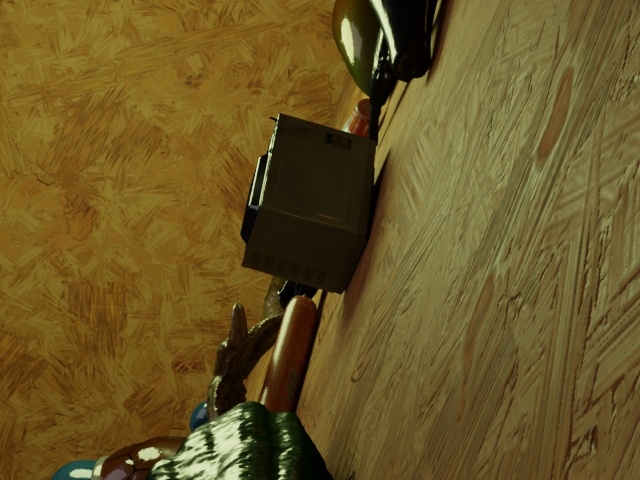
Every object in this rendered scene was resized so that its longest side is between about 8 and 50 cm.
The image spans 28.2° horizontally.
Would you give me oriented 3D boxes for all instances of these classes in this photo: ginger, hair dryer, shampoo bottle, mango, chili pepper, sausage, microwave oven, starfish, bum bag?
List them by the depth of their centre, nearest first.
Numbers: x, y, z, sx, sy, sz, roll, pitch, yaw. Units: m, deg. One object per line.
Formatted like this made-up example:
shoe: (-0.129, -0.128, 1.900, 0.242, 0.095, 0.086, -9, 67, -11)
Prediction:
chili pepper: (-0.082, 0.260, 1.101, 0.385, 0.167, 0.213, -89, 20, -81)
microwave oven: (-0.015, -0.046, 1.693, 0.205, 0.163, 0.129, -80, 7, -49)
hair dryer: (0.100, -0.234, 1.751, 0.359, 0.120, 0.304, 99, 171, -46)
sausage: (-0.056, 0.208, 1.805, 0.053, 0.053, 0.348, 114, 175, -49)
starfish: (-0.118, 0.224, 1.902, 0.375, 0.094, 0.327, 87, -157, -52)
bum bag: (0.000, 0.000, 1.937, 0.233, 0.060, 0.106, -69, -12, 22)
shampoo bottle: (0.050, -0.148, 2.066, 0.221, 0.051, 0.108, 115, 173, -55)
mango: (0.085, -0.353, 2.069, 0.289, 0.129, 0.146, -93, 22, -56)
ginger: (-0.062, 0.098, 2.304, 0.095, 0.068, 0.190, -68, -2, -65)

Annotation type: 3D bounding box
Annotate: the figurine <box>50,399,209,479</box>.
figurine: (-0.259, 0.431, 2.152, 0.416, 0.243, 0.298, -26, 28, 19)
